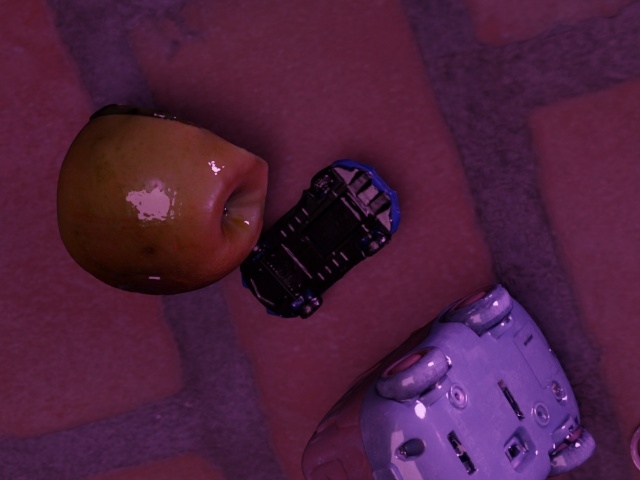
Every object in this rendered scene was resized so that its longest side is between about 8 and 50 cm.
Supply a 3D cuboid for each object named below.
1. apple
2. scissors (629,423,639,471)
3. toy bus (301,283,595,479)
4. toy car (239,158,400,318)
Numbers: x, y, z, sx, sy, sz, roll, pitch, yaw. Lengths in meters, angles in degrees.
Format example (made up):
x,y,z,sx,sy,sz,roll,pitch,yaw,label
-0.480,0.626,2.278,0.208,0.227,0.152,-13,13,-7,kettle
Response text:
x,y,z,sx,sy,sz,roll,pitch,yaw,label
-0.166,-0.039,1.862,0.188,0.174,0.207,13,125,38,apple
0.425,0.262,1.858,0.118,0.030,0.242,-42,88,24,scissors
0.108,0.192,1.812,0.232,0.294,0.197,-25,100,40,toy bus
0.000,0.000,1.887,0.103,0.063,0.216,49,129,2,toy car
